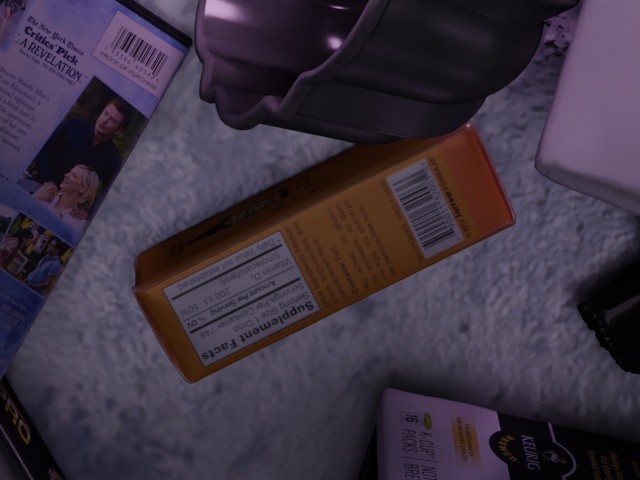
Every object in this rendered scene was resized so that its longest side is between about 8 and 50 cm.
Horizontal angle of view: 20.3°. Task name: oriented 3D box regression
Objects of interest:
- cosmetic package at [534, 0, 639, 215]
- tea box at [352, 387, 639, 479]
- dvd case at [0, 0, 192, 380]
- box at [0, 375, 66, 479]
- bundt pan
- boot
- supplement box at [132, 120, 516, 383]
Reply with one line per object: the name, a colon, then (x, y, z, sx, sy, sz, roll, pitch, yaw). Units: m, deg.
cosmetic package: (0.345, -0.178, 0.940, 0.327, 0.329, 0.393, 19, 102, 14)
tea box: (0.166, 0.285, 1.053, 0.324, 0.329, 0.220, 13, 114, -5)
dvd case: (-0.211, -0.063, 1.071, 0.180, 0.022, 0.253, 32, 77, -18)
box: (-0.329, 0.187, 1.136, 0.318, 0.097, 0.395, -29, 102, 1)
bundt pan: (0.058, -0.196, 0.980, 0.124, 0.331, 0.330, 20, 101, -24)
boot: (0.210, 0.022, 1.153, 0.099, 0.045, 0.121, -36, 121, 2)
supplement box: (0.000, 0.000, 1.128, 0.233, 0.078, 0.080, -24, 106, 2)
